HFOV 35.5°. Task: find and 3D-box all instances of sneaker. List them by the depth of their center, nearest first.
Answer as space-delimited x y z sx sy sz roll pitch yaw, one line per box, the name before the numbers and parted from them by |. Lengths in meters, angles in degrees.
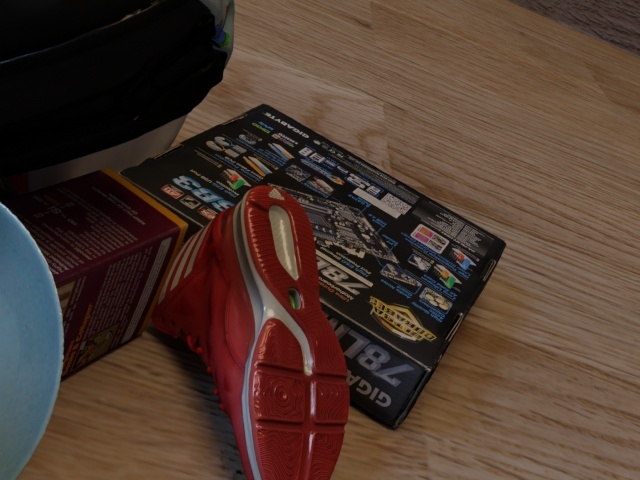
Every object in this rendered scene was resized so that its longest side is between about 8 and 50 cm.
sneaker | -0.055 0.084 0.708 0.087 0.128 0.221 17 59 -38

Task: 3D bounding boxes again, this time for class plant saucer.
plant saucer | -0.218 0.061 0.520 0.195 0.195 0.037 33 -3 13

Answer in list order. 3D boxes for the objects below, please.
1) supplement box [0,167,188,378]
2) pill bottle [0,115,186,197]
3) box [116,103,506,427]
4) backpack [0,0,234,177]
supplement box | -0.183 0.032 0.649 0.080 0.104 0.188 34 28 15
pill bottle | -0.295 -0.187 0.825 0.362 0.210 0.210 31 28 10
box | 0.000 0.000 0.897 0.295 0.073 0.293 31 28 9
backpack | -0.227 -0.141 0.568 0.355 0.290 0.274 0 70 -4
